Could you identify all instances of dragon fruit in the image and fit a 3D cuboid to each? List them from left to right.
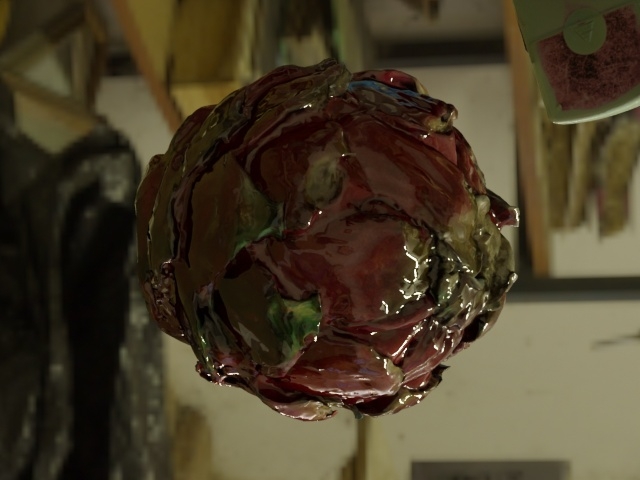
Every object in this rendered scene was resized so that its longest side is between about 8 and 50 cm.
[{"bbox_3d":[-0.002,0.000,1.486,0.329,0.329,0.329,-2,90,-80],"label":"dragon fruit"}]

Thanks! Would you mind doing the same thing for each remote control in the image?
[{"bbox_3d":[0.246,-0.290,1.708,0.050,0.145,0.344,-13,86,-54],"label":"remote control"}]
